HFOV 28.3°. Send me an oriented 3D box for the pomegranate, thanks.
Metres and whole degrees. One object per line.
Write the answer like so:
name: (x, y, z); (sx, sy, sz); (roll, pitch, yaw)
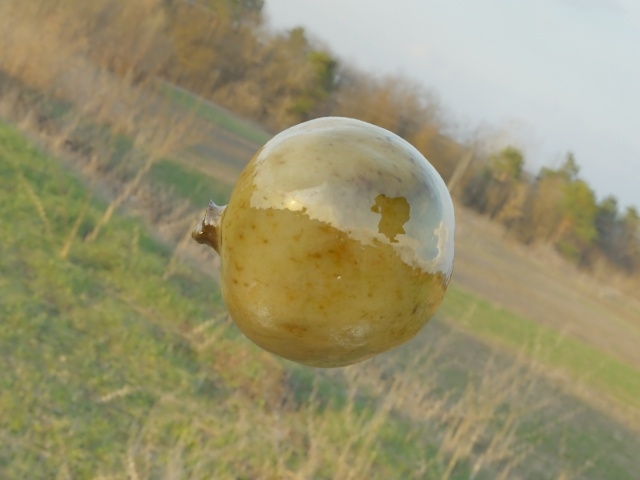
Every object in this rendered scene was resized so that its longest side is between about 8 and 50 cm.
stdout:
pomegranate: (0.000, 0.000, 0.931); (0.196, 0.196, 0.196); (25, 6, -3)
